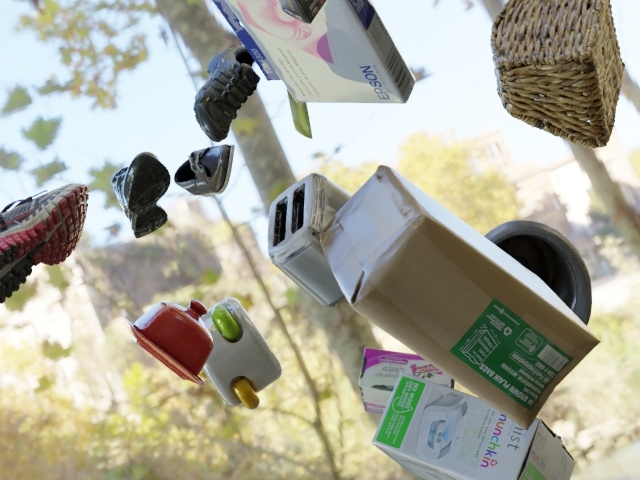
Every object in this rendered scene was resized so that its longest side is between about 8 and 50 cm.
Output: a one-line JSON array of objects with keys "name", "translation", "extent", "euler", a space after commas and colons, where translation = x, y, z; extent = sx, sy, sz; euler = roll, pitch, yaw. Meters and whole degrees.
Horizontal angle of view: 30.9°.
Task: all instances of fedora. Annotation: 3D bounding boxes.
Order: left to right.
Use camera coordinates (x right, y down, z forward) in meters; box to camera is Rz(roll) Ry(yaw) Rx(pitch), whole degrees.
[{"name": "fedora", "translation": [0.402, 0.084, 2.289], "extent": [0.244, 0.275, 0.124], "euler": [-26, 11, 8]}]

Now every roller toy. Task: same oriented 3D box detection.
[{"name": "roller toy", "translation": [-0.179, 0.226, 2.295], "extent": [0.146, 0.209, 0.191], "euler": [-34, 8, -6]}]

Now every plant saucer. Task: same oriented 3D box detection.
[{"name": "plant saucer", "translation": [-0.055, -0.326, 2.429], "extent": [0.037, 0.241, 0.241], "euler": [-11, -8, -1]}]

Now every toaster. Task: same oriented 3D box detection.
[{"name": "toaster", "translation": [0.000, 0.000, 1.855], "extent": [0.129, 0.146, 0.227], "euler": [-35, 33, 30]}]

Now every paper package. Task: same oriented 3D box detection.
[{"name": "paper package", "translation": [0.185, 0.072, 1.645], "extent": [0.168, 0.325, 0.309], "euler": [-52, 16, 9]}]

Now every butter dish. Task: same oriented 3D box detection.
[{"name": "butter dish", "translation": [-0.234, 0.150, 1.926], "extent": [0.118, 0.160, 0.160], "euler": [-51, 13, -8]}]

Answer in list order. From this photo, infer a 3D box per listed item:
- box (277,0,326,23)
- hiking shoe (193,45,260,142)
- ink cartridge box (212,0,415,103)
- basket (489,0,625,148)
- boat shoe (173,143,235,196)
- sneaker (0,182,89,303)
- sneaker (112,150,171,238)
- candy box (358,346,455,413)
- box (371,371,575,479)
[{"name": "box", "translation": [0.001, -0.463, 1.716], "extent": [0.231, 0.056, 0.183], "euler": [-57, -22, -8]}, {"name": "hiking shoe", "translation": [-0.177, -0.299, 2.276], "extent": [0.114, 0.227, 0.086], "euler": [-20, -39, 38]}, {"name": "ink cartridge box", "translation": [-0.040, -0.361, 2.034], "extent": [0.330, 0.071, 0.324], "euler": [3, -31, 32]}, {"name": "basket", "translation": [0.444, -0.329, 2.199], "extent": [0.213, 0.223, 0.299], "euler": [-3, 41, 24]}, {"name": "boat shoe", "translation": [-0.189, -0.113, 1.876], "extent": [0.065, 0.075, 0.206], "euler": [12, -13, -18]}, {"name": "sneaker", "translation": [-0.445, -0.016, 1.702], "extent": [0.299, 0.112, 0.121], "euler": [-41, -30, -54]}, {"name": "sneaker", "translation": [-0.397, -0.115, 2.485], "extent": [0.109, 0.130, 0.286], "euler": [-28, -19, -24]}, {"name": "candy box", "translation": [0.154, 0.253, 2.010], "extent": [0.159, 0.071, 0.233], "euler": [7, -18, 7]}, {"name": "box", "translation": [0.241, 0.320, 1.762], "extent": [0.231, 0.126, 0.262], "euler": [17, -16, 29]}]
